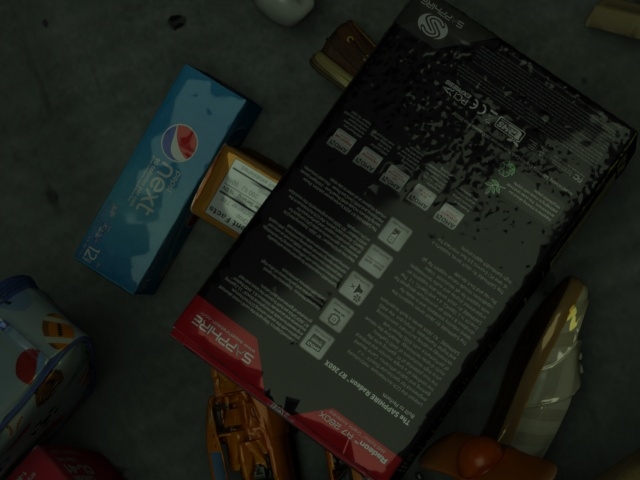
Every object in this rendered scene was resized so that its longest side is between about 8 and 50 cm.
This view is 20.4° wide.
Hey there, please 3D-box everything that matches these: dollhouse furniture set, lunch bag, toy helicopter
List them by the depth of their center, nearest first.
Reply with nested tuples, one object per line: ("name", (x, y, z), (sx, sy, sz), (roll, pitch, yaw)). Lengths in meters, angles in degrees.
("toy helicopter", (0.213, 0.215, 1.438), (0.235, 0.140, 0.355), (42, 138, 2))
("lunch bag", (-0.333, 0.183, 1.585), (0.115, 0.243, 0.303), (42, 70, 8))
("dollhouse furniture set", (0.304, -0.179, 1.597), (0.114, 0.091, 0.081), (20, 135, 34))

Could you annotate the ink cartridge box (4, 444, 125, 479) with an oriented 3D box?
("ink cartridge box", (-0.206, 0.368, 1.601), (0.226, 0.131, 0.306), (-49, 64, 6))

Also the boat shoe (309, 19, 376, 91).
("boat shoe", (0.074, -0.136, 1.618), (0.178, 0.064, 0.060), (36, 98, 14))

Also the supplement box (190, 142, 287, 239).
("supplement box", (0.000, 0.000, 1.624), (0.233, 0.078, 0.080), (34, 97, 12))

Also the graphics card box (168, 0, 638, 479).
("graphics card box", (0.073, -0.002, 1.521), (0.232, 0.094, 0.371), (35, 89, 12))

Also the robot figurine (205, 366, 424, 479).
("robot figurine", (-0.011, 0.221, 1.612), (0.211, 0.085, 0.291), (-13, 85, 17))

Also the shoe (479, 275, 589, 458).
("shoe", (0.194, 0.136, 1.583), (0.058, 0.076, 0.219), (22, 100, -7))

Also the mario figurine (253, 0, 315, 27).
("mario figurine", (-0.070, -0.317, 1.651), (0.320, 0.170, 0.198), (8, 126, 23))

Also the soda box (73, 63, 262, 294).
("soda box", (-0.141, -0.055, 1.662), (0.071, 0.067, 0.210), (32, 95, 11))
